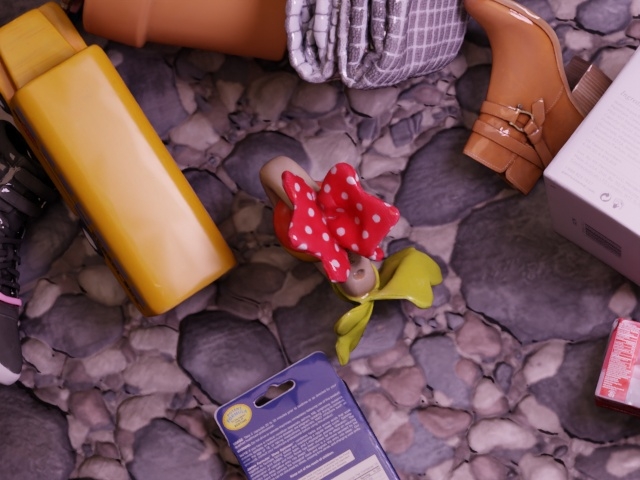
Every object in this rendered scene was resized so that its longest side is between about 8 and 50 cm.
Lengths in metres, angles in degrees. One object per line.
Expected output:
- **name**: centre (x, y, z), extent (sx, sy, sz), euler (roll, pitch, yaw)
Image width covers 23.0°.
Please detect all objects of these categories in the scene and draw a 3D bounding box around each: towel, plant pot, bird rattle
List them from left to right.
- **plant pot**: centre (-0.096, -0.315, 1.619), extent (0.203, 0.291, 0.290), euler (21, 82, -2)
- **bird rattle**: centre (0.000, 0.000, 1.545), extent (0.143, 0.253, 0.207), euler (-44, 50, -2)
- **towel**: centre (0.073, -0.294, 1.525), extent (0.121, 0.235, 0.283), euler (12, 106, 23)

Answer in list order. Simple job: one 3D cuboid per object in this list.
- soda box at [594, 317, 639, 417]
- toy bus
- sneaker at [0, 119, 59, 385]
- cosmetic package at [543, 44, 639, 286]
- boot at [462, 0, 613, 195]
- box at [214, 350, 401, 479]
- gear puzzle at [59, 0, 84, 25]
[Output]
- **soda box**: centre (0.399, 0.150, 1.504), extent (0.263, 0.092, 0.083), euler (15, 81, 13)
- **toy bus**: centre (-0.224, -0.085, 1.613), extent (0.108, 0.130, 0.332), euler (-33, 94, -13)
- **sneaker**: centre (-0.339, -0.002, 1.666), extent (0.147, 0.104, 0.295), euler (-26, 70, 9)
- **cosmetic package**: centre (0.336, -0.088, 1.501), extent (0.138, 0.224, 0.224), euler (34, 86, 16)
- **boot**: centre (0.187, -0.151, 1.588), extent (0.197, 0.073, 0.152), euler (37, 93, -14)
- **box**: centre (0.002, 0.238, 1.586), extent (0.136, 0.036, 0.225), euler (-30, 75, 2)
- **gear puzzle**: centre (-0.204, -0.388, 1.706), extent (0.044, 0.175, 0.339), euler (22, 81, -10)
